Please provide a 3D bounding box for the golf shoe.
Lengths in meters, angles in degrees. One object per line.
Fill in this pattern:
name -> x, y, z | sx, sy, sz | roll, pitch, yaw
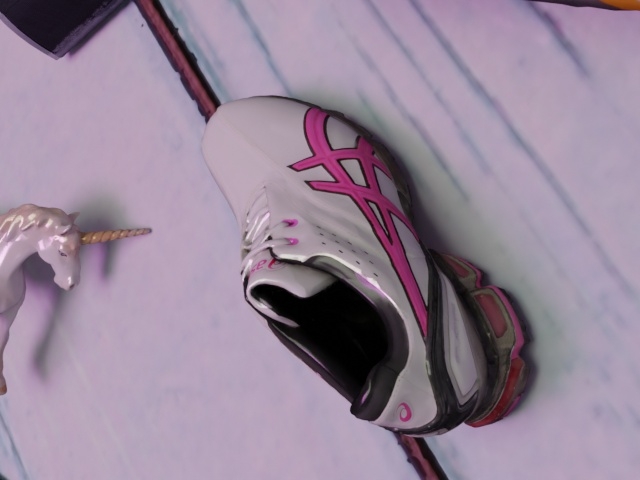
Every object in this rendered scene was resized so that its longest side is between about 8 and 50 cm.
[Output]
golf shoe -> 0.000, 0.000, 0.513 | 0.186, 0.086, 0.067 | 48, 121, 34

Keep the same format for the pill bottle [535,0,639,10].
pill bottle -> 0.026, -0.165, 0.440 | 0.278, 0.162, 0.162 | 14, 99, 42

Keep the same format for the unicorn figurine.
unicorn figurine -> -0.173, 0.023, 0.689 | 0.162, 0.060, 0.111 | 23, 105, 40

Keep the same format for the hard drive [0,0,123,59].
hard drive -> -0.139, -0.242, 0.668 | 0.172, 0.054, 0.254 | -32, 68, 38
